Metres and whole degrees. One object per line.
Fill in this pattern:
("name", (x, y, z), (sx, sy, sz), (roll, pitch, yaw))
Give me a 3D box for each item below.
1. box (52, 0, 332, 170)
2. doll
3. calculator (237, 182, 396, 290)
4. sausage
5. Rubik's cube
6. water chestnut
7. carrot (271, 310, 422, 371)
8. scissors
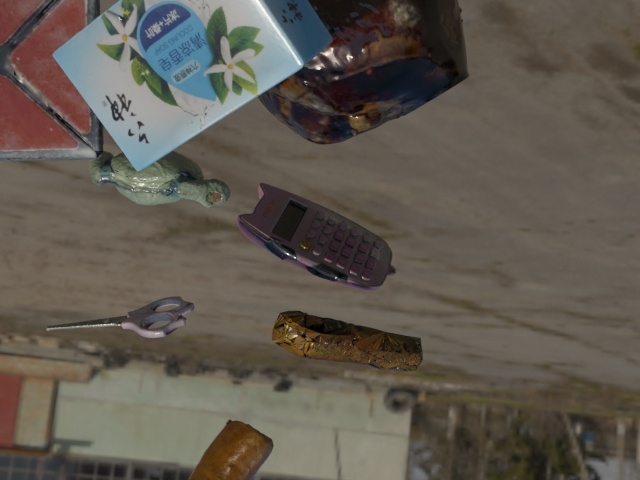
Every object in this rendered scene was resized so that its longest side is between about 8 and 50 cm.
("box", (-0.123, -0.183, 0.962), (0.232, 0.142, 0.083), (-27, -165, 31))
("doll", (-0.226, -0.087, 1.376), (0.214, 0.071, 0.103), (15, -163, 16))
("calculator", (-0.001, 0.001, 1.826), (0.294, 0.043, 0.194), (25, -149, 0))
("sausage", (-0.177, 0.430, 1.688), (0.109, 0.270, 0.109), (21, 155, 10))
("Rubik's cube", (-0.418, -0.240, 1.339), (0.255, 0.259, 0.260), (-1, -170, -12))
("water chestnut", (0.029, -0.309, 1.376), (0.335, 0.346, 0.335), (-18, 176, -1))
("carrot", (0.043, 0.142, 1.410), (0.229, 0.069, 0.069), (13, 168, -26))
("scissors", (-0.254, 0.102, 1.271), (0.189, 0.015, 0.100), (-8, -159, 9))
